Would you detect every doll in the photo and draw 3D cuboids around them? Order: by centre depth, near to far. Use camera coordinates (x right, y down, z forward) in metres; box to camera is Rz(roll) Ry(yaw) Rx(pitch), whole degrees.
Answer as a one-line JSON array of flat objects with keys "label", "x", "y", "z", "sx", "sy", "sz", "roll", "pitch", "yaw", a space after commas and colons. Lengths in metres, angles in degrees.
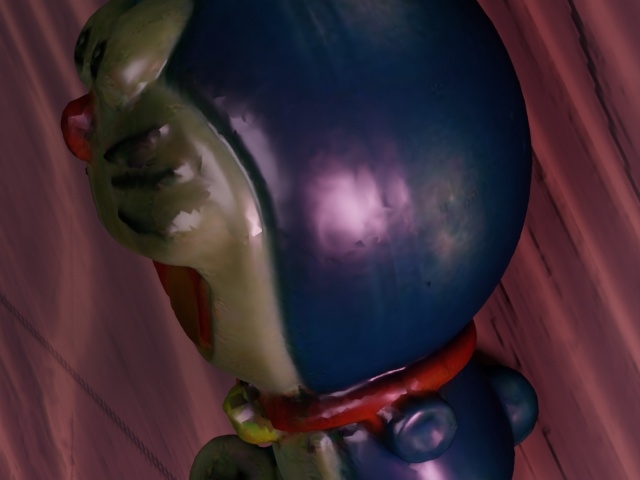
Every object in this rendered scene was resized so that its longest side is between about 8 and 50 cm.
[{"label": "doll", "x": 0.000, "y": 0.000, "z": 0.799, "sx": 0.198, "sy": 0.186, "sz": 0.322, "roll": -135, "pitch": 29, "yaw": -63}]
